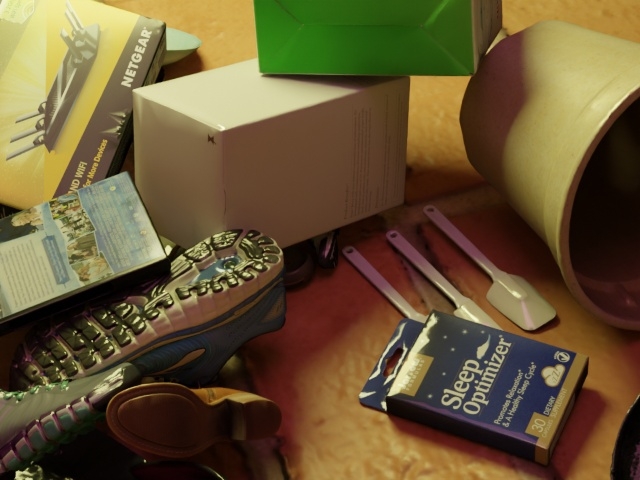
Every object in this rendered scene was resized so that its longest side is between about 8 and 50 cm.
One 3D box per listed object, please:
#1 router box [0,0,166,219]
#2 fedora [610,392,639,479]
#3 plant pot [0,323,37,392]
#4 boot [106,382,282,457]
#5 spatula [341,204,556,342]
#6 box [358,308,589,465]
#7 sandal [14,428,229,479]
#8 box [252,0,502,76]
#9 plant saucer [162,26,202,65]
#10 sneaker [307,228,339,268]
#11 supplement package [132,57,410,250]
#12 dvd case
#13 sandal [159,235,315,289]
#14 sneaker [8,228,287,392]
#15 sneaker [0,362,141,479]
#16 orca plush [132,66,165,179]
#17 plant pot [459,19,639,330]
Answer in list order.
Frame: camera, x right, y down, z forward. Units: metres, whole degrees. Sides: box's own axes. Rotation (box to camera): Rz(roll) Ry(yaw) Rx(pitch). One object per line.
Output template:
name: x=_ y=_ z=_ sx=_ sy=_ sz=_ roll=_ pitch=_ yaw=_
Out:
router box: x=-0.356 y=-0.166 z=1.940 sx=0.243 sy=0.081 sz=0.308 roll=17 pitch=67 yaw=2
fedora: x=0.422 y=0.217 z=1.466 sx=0.334 sy=0.152 sz=0.334 roll=-9 pitch=57 yaw=14
plant pot: x=-0.333 y=0.071 z=1.773 sx=0.237 sy=0.109 sz=0.237 roll=-1 pitch=43 yaw=1
boot: x=-0.156 y=0.184 z=1.595 sx=0.197 sy=0.073 sz=0.152 roll=9 pitch=-7 yaw=-32
spatula: x=0.147 y=0.051 z=1.835 sx=0.168 sy=0.019 sz=0.242 roll=-28 pitch=47 yaw=-17
box: x=0.166 y=0.154 z=1.695 sx=0.225 sy=0.036 sz=0.136 roll=15 pitch=51 yaw=21
sandal: x=-0.167 y=0.279 z=1.529 sx=0.446 sy=0.107 sz=0.167 roll=20 pitch=46 yaw=25
box: x=0.076 y=-0.283 z=1.855 sx=0.262 sy=0.126 sz=0.231 roll=3 pitch=23 yaw=15
plant saucer: x=-0.266 y=-0.276 z=2.173 sx=0.195 sy=0.037 sz=0.195 roll=9 pitch=18 yaw=-3
sneaker: x=0.000 y=0.000 z=1.886 sx=0.044 sy=0.040 sz=0.109 roll=-4 pitch=33 yaw=5
supplement package: x=-0.058 y=-0.109 z=1.840 sx=0.293 sy=0.177 sz=0.175 roll=-20 pitch=33 yaw=-39
dvd case: x=-0.306 y=0.021 z=1.706 sx=0.253 sy=0.022 sz=0.180 roll=-21 pitch=41 yaw=-8
sandal: x=-0.116 y=0.014 z=1.857 sx=0.219 sy=0.060 sz=0.090 roll=7 pitch=43 yaw=11
sneaker: x=-0.179 y=0.119 z=1.681 sx=0.330 sy=0.147 sz=0.130 roll=-23 pitch=37 yaw=-9
sneaker: x=-0.294 y=0.169 z=1.555 sx=0.224 sy=0.083 sz=0.098 roll=-33 pitch=79 yaw=-7
orca plush: x=-0.184 y=-0.155 z=2.018 sx=0.151 sy=0.102 sz=0.287 roll=-13 pitch=43 yaw=-11
plant pot: x=0.334 y=-0.111 z=1.809 sx=0.334 sy=0.333 sz=0.305 roll=-21 pitch=34 yaw=-19
